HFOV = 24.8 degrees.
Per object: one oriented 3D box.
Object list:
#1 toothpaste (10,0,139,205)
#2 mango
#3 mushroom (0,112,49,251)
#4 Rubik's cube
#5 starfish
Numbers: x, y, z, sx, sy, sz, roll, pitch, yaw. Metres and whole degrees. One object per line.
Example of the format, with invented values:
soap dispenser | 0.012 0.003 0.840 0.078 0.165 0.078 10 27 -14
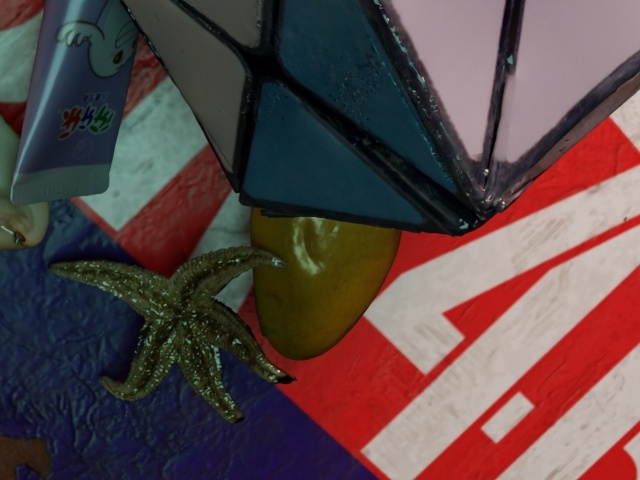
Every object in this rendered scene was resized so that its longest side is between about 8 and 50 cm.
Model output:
toothpaste | -0.178 -0.209 1.169 0.080 0.125 0.371 23 107 25
mango | 0.000 0.000 1.278 0.147 0.109 0.227 6 109 -41
mushroom | -0.355 -0.057 1.142 0.286 0.151 0.156 27 64 -52
Rubik's cube | 0.054 -0.210 1.063 0.310 0.305 0.307 -40 117 -25
starfish | -0.124 0.066 1.270 0.238 0.057 0.213 35 116 4
